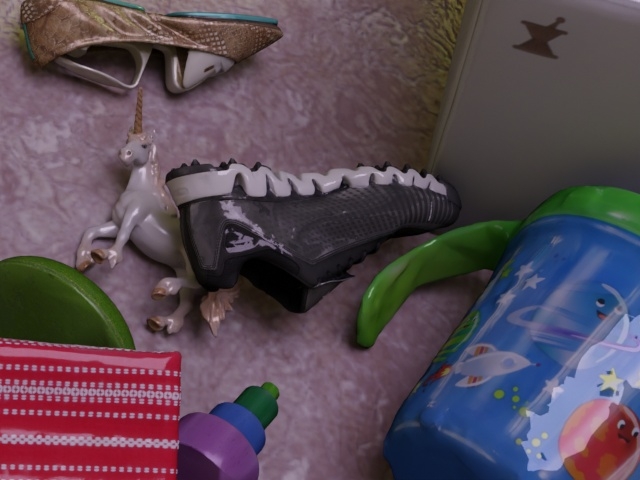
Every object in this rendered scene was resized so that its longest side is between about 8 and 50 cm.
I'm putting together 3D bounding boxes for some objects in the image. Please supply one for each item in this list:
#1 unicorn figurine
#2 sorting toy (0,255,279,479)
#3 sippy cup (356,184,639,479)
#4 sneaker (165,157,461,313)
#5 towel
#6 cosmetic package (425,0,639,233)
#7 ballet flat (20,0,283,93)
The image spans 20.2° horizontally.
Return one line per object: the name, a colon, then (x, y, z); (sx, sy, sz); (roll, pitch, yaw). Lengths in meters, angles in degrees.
unicorn figurine: (-0.119, -0.008, 1.278); (0.162, 0.060, 0.111); (48, 50, -12)
sorting toy: (-0.166, 0.024, 1.192); (0.365, 0.127, 0.126); (41, 44, 3)
sippy cup: (0.172, 0.117, 1.243); (0.224, 0.305, 0.240); (-42, 112, -27)
sneaker: (0.000, 0.000, 1.283); (0.234, 0.078, 0.106); (0, 79, -32)
towel: (-0.183, 0.195, 1.056); (0.199, 0.031, 0.274); (6, 82, -19)
cosmetic package: (0.286, -0.209, 1.365); (0.329, 0.327, 0.393); (15, 59, 1)
ballet flat: (-0.128, -0.145, 1.360); (0.206, 0.073, 0.067); (4, 86, -21)
